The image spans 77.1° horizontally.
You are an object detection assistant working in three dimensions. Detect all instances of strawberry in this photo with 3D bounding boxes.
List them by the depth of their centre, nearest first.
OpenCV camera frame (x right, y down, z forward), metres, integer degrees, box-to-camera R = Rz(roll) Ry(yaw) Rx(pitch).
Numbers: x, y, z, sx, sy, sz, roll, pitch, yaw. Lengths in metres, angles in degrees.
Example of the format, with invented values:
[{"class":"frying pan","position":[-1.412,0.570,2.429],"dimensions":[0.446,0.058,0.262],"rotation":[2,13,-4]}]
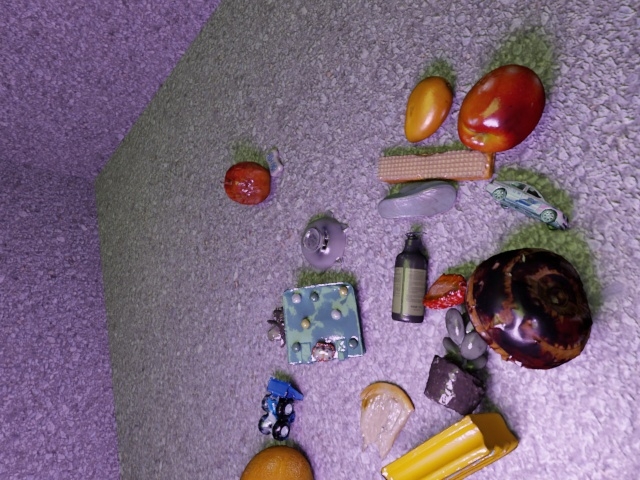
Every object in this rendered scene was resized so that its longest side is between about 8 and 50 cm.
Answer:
[{"class":"strawberry","position":[0.366,0.157,1.140],"dimensions":[0.082,0.188,0.121],"rotation":[41,79,-3]}]

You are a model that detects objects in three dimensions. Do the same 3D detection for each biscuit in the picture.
[{"class":"biscuit","position":[0.357,-0.233,1.287],"dimensions":[0.379,0.054,0.094],"rotation":[4,85,41]}]

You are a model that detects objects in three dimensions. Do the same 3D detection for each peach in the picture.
[{"class":"peach","position":[0.492,-0.359,1.106],"dimensions":[0.243,0.200,0.243],"rotation":[-50,12,15]}]

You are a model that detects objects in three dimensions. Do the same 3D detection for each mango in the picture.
[{"class":"mango","position":[0.344,-0.420,1.305],"dimensions":[0.145,0.113,0.219],"rotation":[40,119,38]}]

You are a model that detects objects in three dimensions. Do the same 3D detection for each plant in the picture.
[{"class":"plant","position":[0.387,0.328,1.099],"dimensions":[0.149,0.147,0.274],"rotation":[-13,55,70]},{"class":"plant","position":[-0.116,0.312,1.539],"dimensions":[0.203,0.131,0.142],"rotation":[-49,58,23]}]

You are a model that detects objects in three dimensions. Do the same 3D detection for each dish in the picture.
[{"class":"dish","position":[0.000,0.000,1.529],"dimensions":[0.228,0.086,0.236],"rotation":[-23,68,36]}]

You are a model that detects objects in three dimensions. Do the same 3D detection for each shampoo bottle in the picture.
[{"class":"shampoo bottle","position":[0.280,0.112,1.257],"dimensions":[0.101,0.101,0.283],"rotation":[-1,81,41]}]

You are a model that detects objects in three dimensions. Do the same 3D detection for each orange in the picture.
[{"class":"orange","position":[-0.151,0.853,1.380],"dimensions":[0.274,0.274,0.274],"rotation":[-9,76,39]}]

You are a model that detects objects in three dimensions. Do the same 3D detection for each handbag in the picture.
[{"class":"handbag","position":[0.008,0.280,1.383],"dimensions":[0.269,0.100,0.273],"rotation":[-7,72,6]}]

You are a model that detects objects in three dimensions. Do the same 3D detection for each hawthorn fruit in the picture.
[{"class":"hawthorn fruit","position":[-0.349,-0.252,1.773],"dimensions":[0.208,0.243,0.207],"rotation":[6,99,43]}]

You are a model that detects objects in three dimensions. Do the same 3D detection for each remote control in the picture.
[{"class":"remote control","position":[-0.209,-0.350,1.811],"dimensions":[0.074,0.032,0.122],"rotation":[-37,59,30]}]

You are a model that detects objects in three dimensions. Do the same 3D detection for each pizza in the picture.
[{"class":"pizza","position":[0.187,0.577,1.292],"dimensions":[0.181,0.034,0.261],"rotation":[26,99,40]}]

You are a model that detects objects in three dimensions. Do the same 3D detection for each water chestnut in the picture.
[{"class":"water chestnut","position":[0.491,0.169,0.986],"dimensions":[0.300,0.300,0.299],"rotation":[-9,76,39]}]

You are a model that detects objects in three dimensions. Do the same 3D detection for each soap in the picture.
[{"class":"soap","position":[0.335,0.574,1.058],"dimensions":[0.324,0.204,0.096],"rotation":[-46,46,24]}]

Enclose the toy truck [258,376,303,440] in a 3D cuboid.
[{"class":"toy truck","position":[-0.144,0.628,1.507],"dimensions":[0.113,0.126,0.208],"rotation":[0,78,41]}]

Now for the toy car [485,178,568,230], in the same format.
[{"class":"toy car","position":[0.554,-0.102,1.071],"dimensions":[0.224,0.090,0.076],"rotation":[37,100,39]}]

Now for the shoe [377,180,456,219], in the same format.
[{"class":"shoe","position":[0.309,-0.136,1.295],"dimensions":[0.251,0.103,0.100],"rotation":[-13,30,25]}]
